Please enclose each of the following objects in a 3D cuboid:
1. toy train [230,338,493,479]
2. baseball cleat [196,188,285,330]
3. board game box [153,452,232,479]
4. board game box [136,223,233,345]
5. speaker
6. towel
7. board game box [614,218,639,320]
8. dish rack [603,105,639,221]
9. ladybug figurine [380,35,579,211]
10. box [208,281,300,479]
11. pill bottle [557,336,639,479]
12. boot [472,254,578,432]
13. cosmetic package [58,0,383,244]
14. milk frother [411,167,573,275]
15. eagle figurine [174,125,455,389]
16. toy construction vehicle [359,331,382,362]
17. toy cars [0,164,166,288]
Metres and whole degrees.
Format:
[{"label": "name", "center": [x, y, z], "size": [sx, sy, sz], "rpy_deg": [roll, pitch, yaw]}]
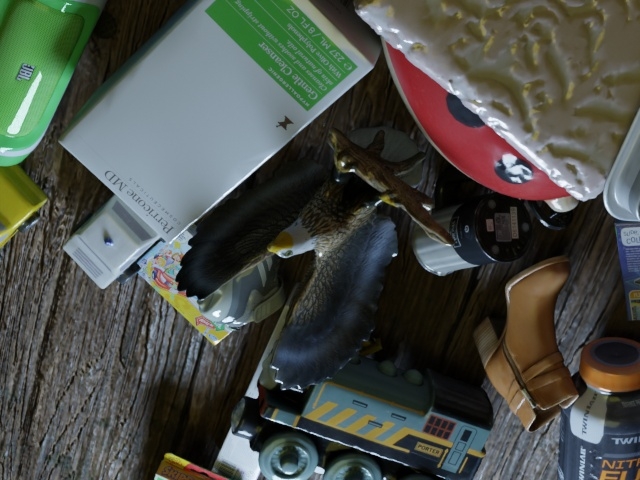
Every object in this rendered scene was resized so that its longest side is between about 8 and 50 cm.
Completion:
[{"label": "toy train", "center": [0.059, 0.235, 2.013], "size": [0.334, 0.142, 0.190], "rpy_deg": [20, 108, -12]}, {"label": "baseball cleat", "center": [-0.073, 0.021, 2.007], "size": [0.109, 0.072, 0.206], "rpy_deg": [27, 105, -32]}, {"label": "board game box", "center": [-0.187, 0.399, 2.228], "size": [0.124, 0.039, 0.259], "rpy_deg": [23, 135, 3]}, {"label": "board game box", "center": [-0.158, 0.053, 2.075], "size": [0.154, 0.026, 0.103], "rpy_deg": [44, 120, -9]}, {"label": "speaker", "center": [-0.357, -0.235, 1.920], "size": [0.131, 0.131, 0.296], "rpy_deg": [31, 122, -1]}, {"label": "towel", "center": [0.252, -0.250, 1.577], "size": [0.332, 0.053, 0.317], "rpy_deg": [37, 100, -18]}, {"label": "board game box", "center": [0.459, 0.025, 1.871], "size": [0.201, 0.035, 0.136], "rpy_deg": [-3, 117, 18]}, {"label": "dish rack", "center": [0.475, -0.120, 1.643], "size": [0.333, 0.072, 0.285], "rpy_deg": [3, 123, -32]}, {"label": "ladybug figurine", "center": [0.219, -0.228, 1.702], "size": [0.305, 0.162, 0.449], "rpy_deg": [-19, 112, 8]}, {"label": "box", "center": [-0.065, 0.204, 2.107], "size": [0.067, 0.063, 0.324], "rpy_deg": [24, 122, 1]}, {"label": "pill bottle", "center": [0.362, 0.244, 1.963], "size": [0.130, 0.130, 0.245], "rpy_deg": [5, 119, 14]}, {"label": "boot", "center": [0.273, 0.125, 1.915], "size": [0.073, 0.152, 0.197], "rpy_deg": [-4, 142, -32]}, {"label": "cosmetic package", "center": [-0.111, -0.189, 1.856], "size": [0.197, 0.155, 0.365], "rpy_deg": [42, 120, -12]}, {"label": "milk frother", "center": [0.208, -0.019, 1.892], "size": [0.143, 0.129, 0.135], "rpy_deg": [19, 164, -27]}, {"label": "eagle figurine", "center": [-0.009, 0.000, 1.871], "size": [0.225, 0.226, 0.298], "rpy_deg": [11, 135, -31]}, {"label": "toy construction vehicle", "center": [0.046, 0.156, 2.070], "size": [0.086, 0.035, 0.098], "rpy_deg": [-25, 111, 15]}, {"label": "toy cars", "center": [-0.356, -0.013, 2.046], "size": [0.394, 0.087, 0.176], "rpy_deg": [3, 113, 20]}]
